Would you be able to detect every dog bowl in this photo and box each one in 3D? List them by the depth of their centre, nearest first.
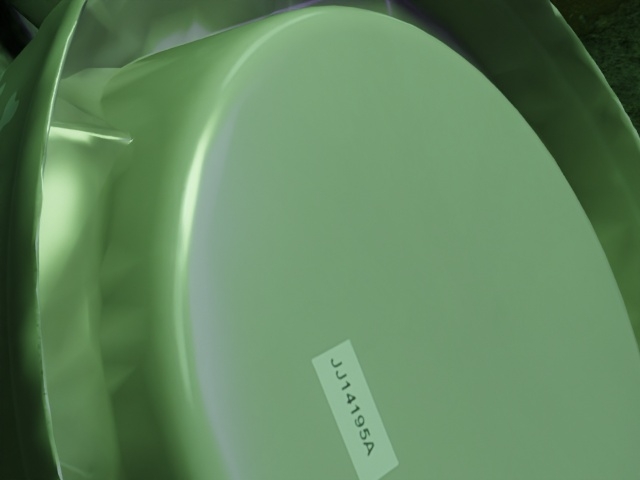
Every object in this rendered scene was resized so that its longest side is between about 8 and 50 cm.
[{"bbox_3d":[0.018,0.052,0.436,0.348,0.102,0.349,26,54,-41],"label":"dog bowl"}]

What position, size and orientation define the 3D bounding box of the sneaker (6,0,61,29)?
[{"bbox_3d":[-0.157,-0.155,0.564,0.212,0.080,0.094,50,27,-10],"label":"sneaker"}]
